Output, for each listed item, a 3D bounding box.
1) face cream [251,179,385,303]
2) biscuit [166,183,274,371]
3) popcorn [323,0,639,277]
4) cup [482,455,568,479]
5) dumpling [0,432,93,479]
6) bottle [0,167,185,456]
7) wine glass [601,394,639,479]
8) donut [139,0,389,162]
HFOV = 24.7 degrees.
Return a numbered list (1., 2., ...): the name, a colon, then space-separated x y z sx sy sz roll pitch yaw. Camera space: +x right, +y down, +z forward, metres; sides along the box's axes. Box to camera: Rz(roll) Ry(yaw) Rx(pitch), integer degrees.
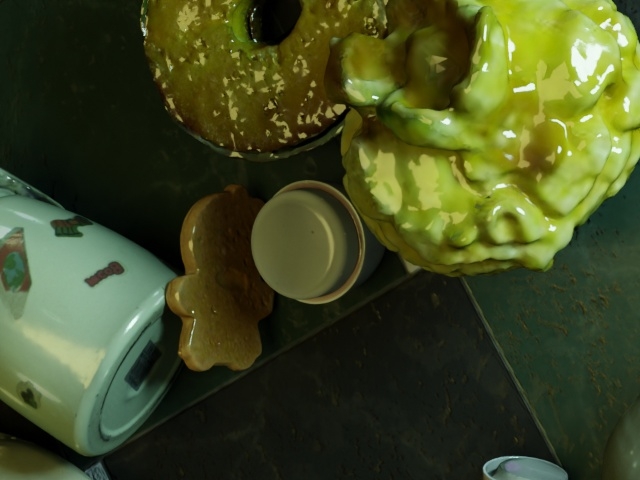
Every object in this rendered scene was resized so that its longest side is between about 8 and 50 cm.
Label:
1. face cream: 0.000 0.000 1.385 0.117 0.104 0.117 4 98 31
2. biscuit: -0.099 0.039 1.433 0.027 0.133 0.184 -3 96 45
3. popcorn: 0.137 -0.099 1.214 0.270 0.224 0.258 3 116 1
4. cup: 0.197 0.258 1.330 0.104 0.074 0.116 3 103 2
5. dumpling: -0.350 0.332 1.519 0.233 0.315 0.395 -44 69 21
6. bottle: -0.314 0.051 1.506 0.351 0.229 0.229 29 111 17
7. wine glass: 0.317 0.235 1.159 0.238 0.238 0.323 37 111 22
8. donut: -0.031 -0.206 1.374 0.272 0.107 0.272 6 101 30
